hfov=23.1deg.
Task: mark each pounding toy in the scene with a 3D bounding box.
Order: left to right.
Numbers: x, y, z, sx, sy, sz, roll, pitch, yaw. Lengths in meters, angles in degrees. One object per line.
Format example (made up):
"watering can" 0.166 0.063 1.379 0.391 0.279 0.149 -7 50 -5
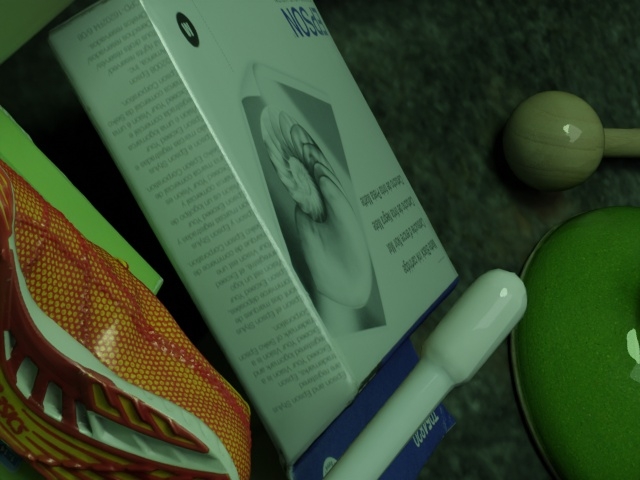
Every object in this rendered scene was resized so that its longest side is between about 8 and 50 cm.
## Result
"pounding toy" 0.195 0.031 0.799 0.183 0.110 0.237 3 72 -37

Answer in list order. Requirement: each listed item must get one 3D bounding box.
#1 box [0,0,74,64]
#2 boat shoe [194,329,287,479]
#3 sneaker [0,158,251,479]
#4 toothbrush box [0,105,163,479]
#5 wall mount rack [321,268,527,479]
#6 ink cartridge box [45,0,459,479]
"box" -0.191 -0.223 0.530 0.345 0.215 0.168 47 51 -15
"boat shoe" -0.028 0.077 0.614 0.042 0.049 0.133 60 9 -32
"sneaker" -0.086 0.019 0.457 0.175 0.064 0.067 52 16 -22
"toothbrush box" -0.199 0.048 0.441 0.206 0.122 0.283 47 38 -19
"wall mount rack" -0.083 0.076 0.355 0.350 0.130 0.304 44 40 -26
"ink cartridge box" 0.000 0.000 0.635 0.224 0.045 0.223 63 17 -2
